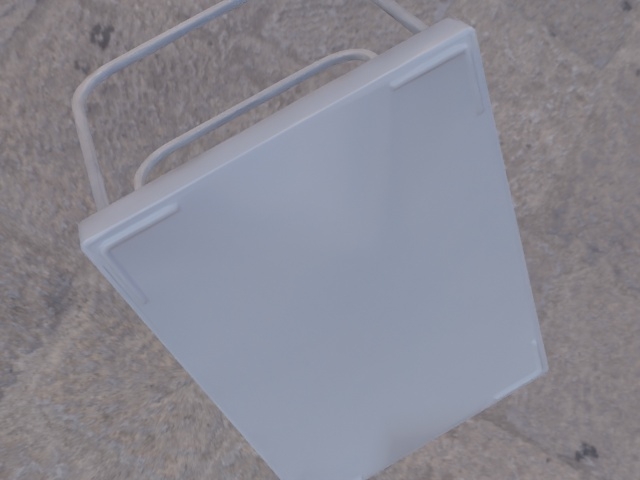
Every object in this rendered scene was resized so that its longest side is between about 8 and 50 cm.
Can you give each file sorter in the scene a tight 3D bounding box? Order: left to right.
[{"bbox_3d":[0.000,0.000,0.449,0.193,0.278,0.173,-29,42,-3],"label":"file sorter"}]
